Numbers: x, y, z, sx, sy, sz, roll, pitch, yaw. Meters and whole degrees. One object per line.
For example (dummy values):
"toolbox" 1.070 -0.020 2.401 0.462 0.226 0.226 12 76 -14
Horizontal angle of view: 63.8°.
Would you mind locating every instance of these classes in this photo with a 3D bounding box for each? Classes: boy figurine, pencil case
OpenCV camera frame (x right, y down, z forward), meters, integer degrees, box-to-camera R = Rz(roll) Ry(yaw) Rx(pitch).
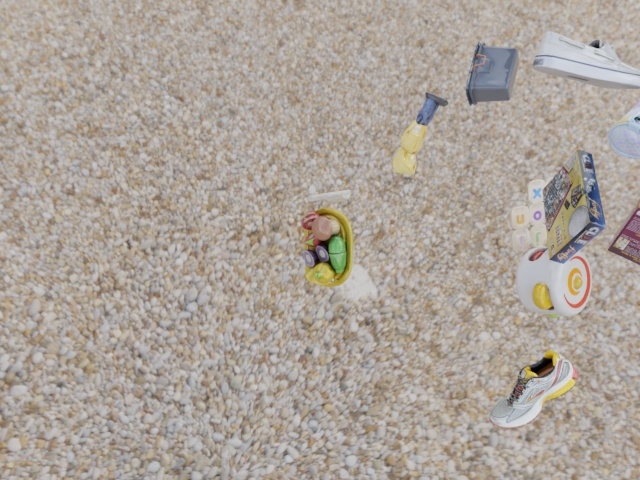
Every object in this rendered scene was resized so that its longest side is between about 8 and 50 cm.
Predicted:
"boy figurine" 0.333 -0.359 1.755 0.092 0.177 0.285 26 103 12
"pencil case" 0.870 -0.329 1.339 0.273 0.124 0.113 -38 37 -19

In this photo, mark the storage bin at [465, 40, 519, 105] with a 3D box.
"storage bin" 0.394 -0.383 1.170 0.091 0.098 0.135 10 76 29

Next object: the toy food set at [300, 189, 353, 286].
"toy food set" 0.000 0.000 1.116 0.071 0.128 0.218 -12 104 -55

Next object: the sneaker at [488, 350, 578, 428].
"sneaker" 0.473 0.338 1.180 0.225 0.088 0.093 -41 106 1

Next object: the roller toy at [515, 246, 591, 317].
"roller toy" 0.658 0.113 1.440 0.209 0.146 0.191 21 79 -33

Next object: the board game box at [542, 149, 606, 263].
"board game box" 0.631 -0.085 1.296 0.042 0.165 0.243 16 54 -4

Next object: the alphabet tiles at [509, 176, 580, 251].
"alphabet tiles" 0.715 -0.061 1.578 0.283 0.021 0.278 -12 106 -7

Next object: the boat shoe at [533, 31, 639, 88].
"boat shoe" 0.596 -0.391 1.120 0.267 0.096 0.088 10 102 -5

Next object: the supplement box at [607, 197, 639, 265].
"supplement box" 0.897 -0.032 1.421 0.104 0.188 0.081 29 52 20
